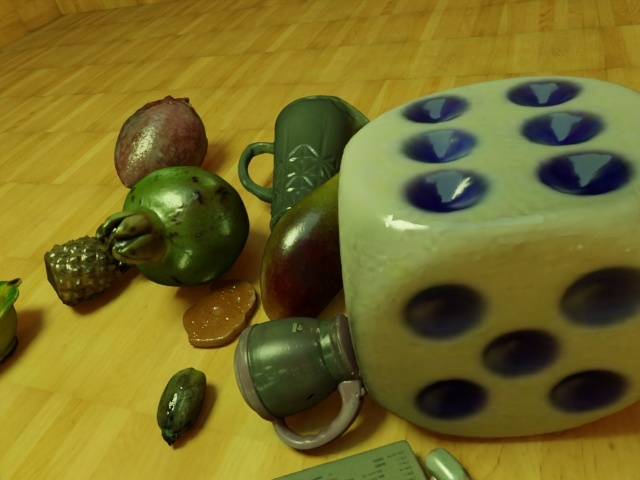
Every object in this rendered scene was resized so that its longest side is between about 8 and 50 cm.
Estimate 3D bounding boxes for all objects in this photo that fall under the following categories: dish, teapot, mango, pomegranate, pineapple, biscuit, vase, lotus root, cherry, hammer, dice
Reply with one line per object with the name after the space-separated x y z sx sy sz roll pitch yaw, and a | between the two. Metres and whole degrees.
-0.535 0.153 0.812 0.149 0.080 0.207 16 49 37 | dish
-0.018 0.152 0.608 0.146 0.116 0.148 -20 44 13 | teapot
0.000 0.000 0.759 0.133 0.111 0.267 35 73 -5 | mango
-0.209 -0.034 0.802 0.159 0.241 0.190 -11 65 31 | pomegranate
-0.346 0.018 0.904 0.237 0.111 0.119 -28 72 -29 | pineapple
-0.151 0.109 0.793 0.102 0.019 0.130 9 44 26 | biscuit
-0.033 -0.122 0.947 0.251 0.156 0.301 -3 46 9 | vase
-0.176 0.206 0.660 0.054 0.049 0.099 0 47 15 | lotus root
-0.340 -0.188 1.091 0.192 0.175 0.249 -6 40 25 | cherry
0.110 0.252 0.532 0.083 0.031 0.052 -33 38 -13 | hammer
0.193 0.019 0.569 0.304 0.304 0.277 -5 40 12 | dice

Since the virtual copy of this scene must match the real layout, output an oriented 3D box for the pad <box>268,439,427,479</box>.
-0.013 0.281 0.478 0.265 0.009 0.159 -13 32 -10 | pad
